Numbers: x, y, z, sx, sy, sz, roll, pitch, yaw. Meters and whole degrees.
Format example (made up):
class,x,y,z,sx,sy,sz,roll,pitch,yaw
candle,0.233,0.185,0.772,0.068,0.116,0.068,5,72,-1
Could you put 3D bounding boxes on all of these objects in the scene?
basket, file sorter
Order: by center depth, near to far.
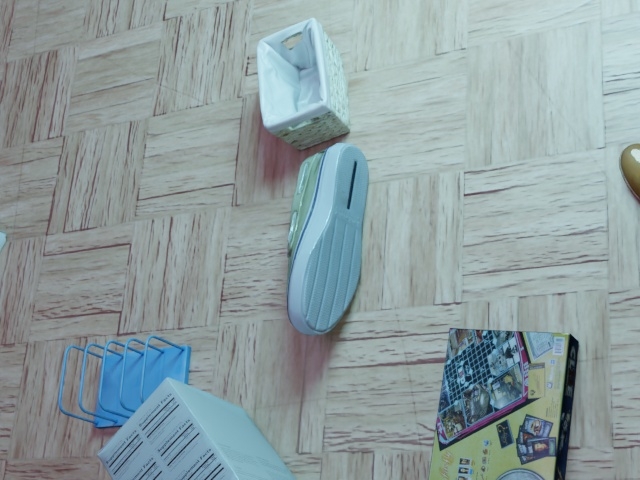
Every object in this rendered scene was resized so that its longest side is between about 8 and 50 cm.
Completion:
class,x,y,z,sx,sy,sz,roll,pitch,yaw
file sorter,-0.301,0.215,1.593,0.170,0.104,0.118,-9,66,27
basket,-0.023,-0.239,1.619,0.113,0.103,0.167,-18,62,23

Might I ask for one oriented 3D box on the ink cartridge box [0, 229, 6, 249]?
class,x,y,z,sx,sy,sz,roll,pitch,yaw
ink cartridge box,-0.693,0.008,1.933,0.191,0.082,0.139,22,82,37

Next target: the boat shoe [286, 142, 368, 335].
class,x,y,z,sx,sy,sz,roll,pitch,yaw
boat shoe,0.000,0.000,1.519,0.094,0.109,0.302,-13,54,43

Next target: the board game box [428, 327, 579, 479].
class,x,y,z,sx,sy,sz,roll,pitch,yaw
board game box,0.227,0.234,1.305,0.165,0.042,0.243,0,70,31

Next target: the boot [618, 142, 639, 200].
class,x,y,z,sx,sy,sz,roll,pitch,yaw
boot,0.419,-0.076,1.252,0.073,0.152,0.197,-44,54,8

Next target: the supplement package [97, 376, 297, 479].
class,x,y,z,sx,sy,sz,roll,pitch,yaw
supplement package,-0.152,0.324,1.400,0.149,0.194,0.203,-47,53,5
